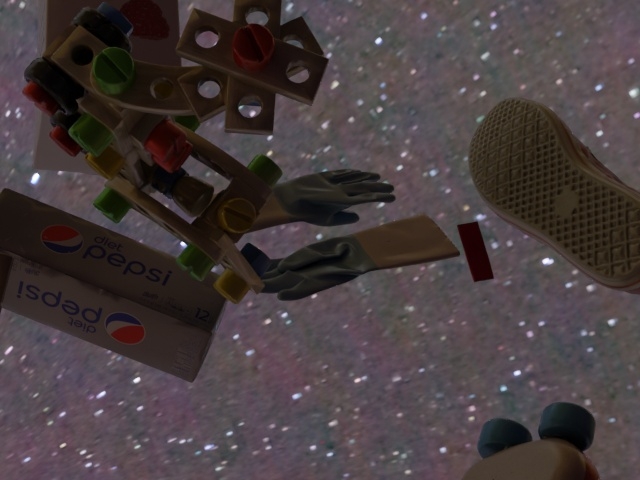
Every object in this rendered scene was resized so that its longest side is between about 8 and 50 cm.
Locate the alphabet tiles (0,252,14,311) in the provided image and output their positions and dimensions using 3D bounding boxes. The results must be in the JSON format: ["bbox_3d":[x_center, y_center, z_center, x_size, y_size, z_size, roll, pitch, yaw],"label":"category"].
[{"bbox_3d":[-0.376,0.078,0.887,0.237,0.009,0.198,14,-89,1],"label":"alphabet tiles"}]

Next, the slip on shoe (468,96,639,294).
[{"bbox_3d":[0.260,-0.045,1.190,0.101,0.331,0.123,27,-75,-38],"label":"slip on shoe"}]

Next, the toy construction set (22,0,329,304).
[{"bbox_3d":[-0.111,-0.078,0.902,0.215,0.328,0.151,38,-117,6],"label":"toy construction set"}]

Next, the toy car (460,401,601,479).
[{"bbox_3d":[0.319,0.378,1.514,0.238,0.210,0.219,42,-132,-22],"label":"toy car"}]

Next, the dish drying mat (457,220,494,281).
[{"bbox_3d":[0.210,0.015,1.549,0.032,0.008,0.083,-10,-108,-15],"label":"dish drying mat"}]

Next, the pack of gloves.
[{"bbox_3d":[0.000,0.000,1.218,0.232,0.046,0.195,-13,-140,-21],"label":"pack of gloves"}]

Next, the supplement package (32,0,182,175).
[{"bbox_3d":[-0.286,-0.253,1.522,0.177,0.175,0.293,3,-123,-17],"label":"supplement package"}]

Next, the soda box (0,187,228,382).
[{"bbox_3d":[-0.250,0.050,1.282,0.286,0.091,0.098,22,-141,-2],"label":"soda box"}]
